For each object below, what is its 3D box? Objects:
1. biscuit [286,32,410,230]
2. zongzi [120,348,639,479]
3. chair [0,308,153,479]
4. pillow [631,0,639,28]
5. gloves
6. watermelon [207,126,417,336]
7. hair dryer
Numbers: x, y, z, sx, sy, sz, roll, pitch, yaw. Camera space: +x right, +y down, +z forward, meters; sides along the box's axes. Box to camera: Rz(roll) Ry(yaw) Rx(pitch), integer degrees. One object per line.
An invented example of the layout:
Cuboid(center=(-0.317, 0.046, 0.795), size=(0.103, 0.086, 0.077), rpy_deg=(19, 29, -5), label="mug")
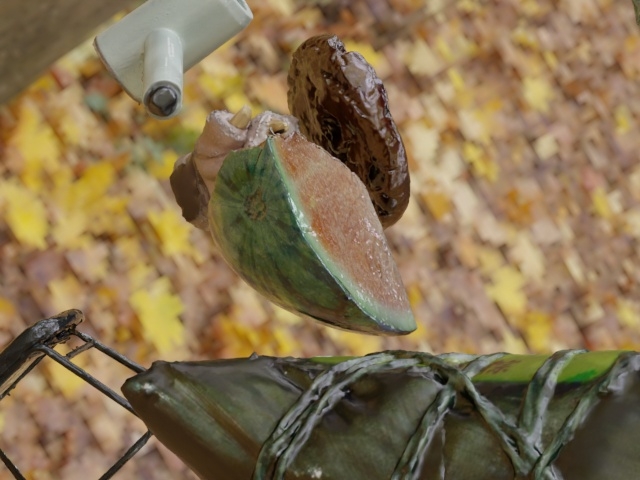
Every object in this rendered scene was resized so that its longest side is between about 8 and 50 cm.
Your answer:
Cuboid(center=(0.023, -0.098, 1.808), size=(0.192, 0.049, 0.192), rpy_deg=(54, -26, 41), label="biscuit")
Cuboid(center=(0.117, 0.183, 1.273), size=(0.383, 0.319, 0.362), rpy_deg=(22, 4, 37), label="zongzi")
Cuboid(center=(-0.234, 0.100, 1.440), size=(0.221, 0.145, 0.140), rpy_deg=(45, 6, 1), label="chair")
Cuboid(center=(0.369, -0.221, 1.746), size=(0.283, 0.138, 0.310), rpy_deg=(60, 29, -29), label="pillow")
Cuboid(center=(-0.071, -0.067, 1.821), size=(0.094, 0.144, 0.110), rpy_deg=(-1, 86, -55), label="gloves")
Cuboid(center=(-0.006, 0.022, 1.586), size=(0.231, 0.128, 0.146), rpy_deg=(30, 24, -58), label="watermelon")
Cuboid(center=(-0.126, -0.158, 1.642), size=(0.073, 0.131, 0.236), rpy_deg=(53, 10, -16), label="hair dryer")
